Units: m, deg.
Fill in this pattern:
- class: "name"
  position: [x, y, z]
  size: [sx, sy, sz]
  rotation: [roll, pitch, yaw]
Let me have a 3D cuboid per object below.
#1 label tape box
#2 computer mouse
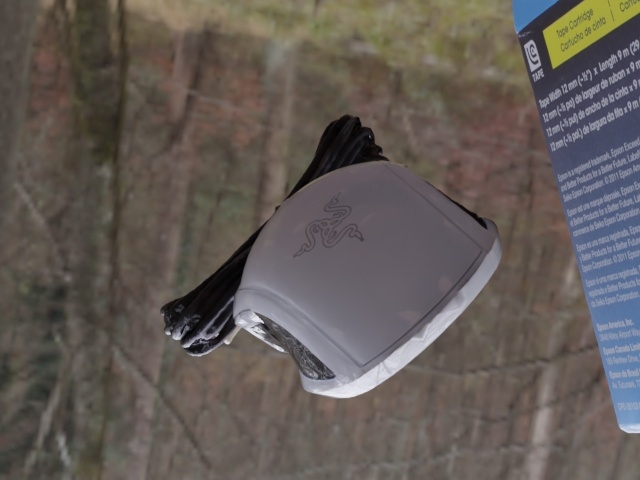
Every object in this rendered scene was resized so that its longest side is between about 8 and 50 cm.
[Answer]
- class: "label tape box"
  position: [0.234, -0.066, 0.840]
  size: [0.115, 0.347, 0.249]
  rotation: [-11, 174, -15]
- class: "computer mouse"
  position: [0.000, 0.000, 0.431]
  size: [0.042, 0.106, 0.193]
  rotation: [48, 172, -11]
